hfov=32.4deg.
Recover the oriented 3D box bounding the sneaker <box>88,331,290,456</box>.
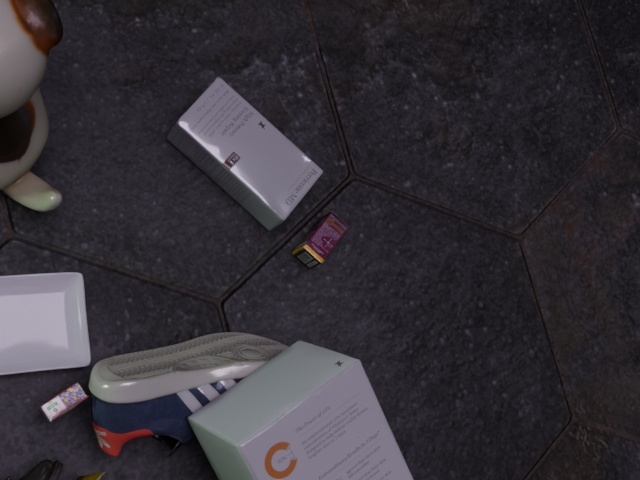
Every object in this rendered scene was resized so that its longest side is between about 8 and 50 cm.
[{"bbox_3d":[-0.184,0.235,1.645,0.350,0.131,0.148,-5,110,-34],"label":"sneaker"}]

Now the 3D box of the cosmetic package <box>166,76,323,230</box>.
[{"bbox_3d":[-0.121,-0.138,1.772,0.231,0.085,0.117,40,67,-6],"label":"cosmetic package"}]

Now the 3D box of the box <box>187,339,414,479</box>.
[{"bbox_3d":[-0.003,0.353,1.588,0.215,0.168,0.345,-33,111,-25],"label":"box"}]

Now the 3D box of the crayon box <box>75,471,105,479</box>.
[{"bbox_3d":[-0.387,0.455,1.450,0.083,0.203,0.323,45,66,-6],"label":"crayon box"}]

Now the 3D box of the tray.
[{"bbox_3d":[-0.475,0.126,1.596,0.270,0.030,0.145,-3,77,-22],"label":"tray"}]

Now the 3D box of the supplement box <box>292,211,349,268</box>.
[{"bbox_3d":[0.000,0.000,1.800,0.043,0.055,0.083,41,67,-9],"label":"supplement box"}]

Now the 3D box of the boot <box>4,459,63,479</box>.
[{"bbox_3d":[-0.511,0.329,1.497,0.263,0.091,0.229,-43,95,-23],"label":"boot"}]

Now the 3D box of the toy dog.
[{"bbox_3d":[-0.493,-0.212,1.467,0.284,0.408,0.395,-32,89,-25],"label":"toy dog"}]

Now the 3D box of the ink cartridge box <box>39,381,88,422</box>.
[{"bbox_3d":[-0.364,0.229,1.562,0.063,0.115,0.029,-34,89,-18],"label":"ink cartridge box"}]
